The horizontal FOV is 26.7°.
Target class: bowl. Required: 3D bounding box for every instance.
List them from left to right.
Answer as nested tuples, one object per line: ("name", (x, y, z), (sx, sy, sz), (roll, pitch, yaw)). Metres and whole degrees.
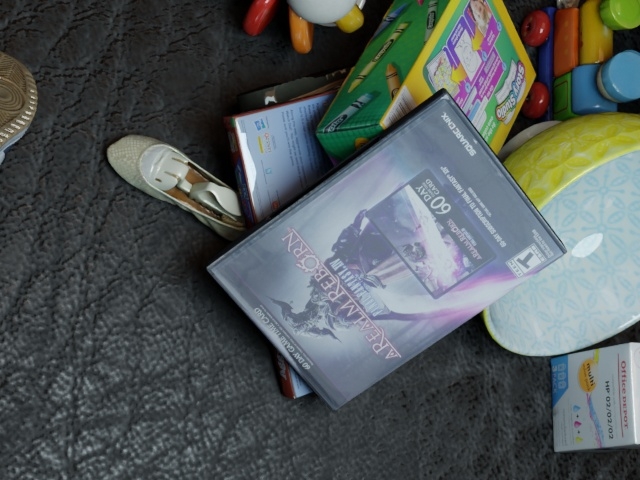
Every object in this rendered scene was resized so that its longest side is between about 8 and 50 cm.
("bowl", (0.261, -0.034, 1.401), (0.289, 0.289, 0.156), (-7, 45, -26))

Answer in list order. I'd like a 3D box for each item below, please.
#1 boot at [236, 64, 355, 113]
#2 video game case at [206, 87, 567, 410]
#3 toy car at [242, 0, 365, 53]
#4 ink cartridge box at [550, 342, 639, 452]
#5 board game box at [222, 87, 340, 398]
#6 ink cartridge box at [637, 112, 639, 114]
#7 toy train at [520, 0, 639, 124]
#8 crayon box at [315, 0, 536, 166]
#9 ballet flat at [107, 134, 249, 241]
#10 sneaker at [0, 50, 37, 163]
("boot", (0.014, -0.106, 1.386), (0.198, 0.077, 0.137), (-18, 100, -26))
("video game case", (0.061, 0.015, 1.251), (0.274, 0.026, 0.196), (-36, 109, 12))
("toy car", (-0.039, -0.275, 1.361), (0.136, 0.159, 0.182), (-29, 93, 9))
("ink cartridge box", (0.314, 0.163, 1.394), (0.062, 0.181, 0.104), (5, 76, -25))
("board game box", (0.000, 0.000, 1.327), (0.145, 0.027, 0.281), (-17, 102, -28))
("ink cartridge box", (0.440, -0.130, 1.522), (0.237, 0.172, 0.100), (-33, 93, -27))
("toy train", (0.303, -0.247, 1.500), (0.105, 0.143, 0.248), (9, 75, -24))
("crayon box", (0.114, -0.140, 1.358), (0.165, 0.081, 0.278), (58, 45, -33))
("ballet flat", (-0.126, -0.057, 1.307), (0.168, 0.052, 0.057), (30, 68, -16))
("sneaker", (-0.335, -0.045, 1.193), (0.099, 0.153, 0.282), (23, 40, -17))
